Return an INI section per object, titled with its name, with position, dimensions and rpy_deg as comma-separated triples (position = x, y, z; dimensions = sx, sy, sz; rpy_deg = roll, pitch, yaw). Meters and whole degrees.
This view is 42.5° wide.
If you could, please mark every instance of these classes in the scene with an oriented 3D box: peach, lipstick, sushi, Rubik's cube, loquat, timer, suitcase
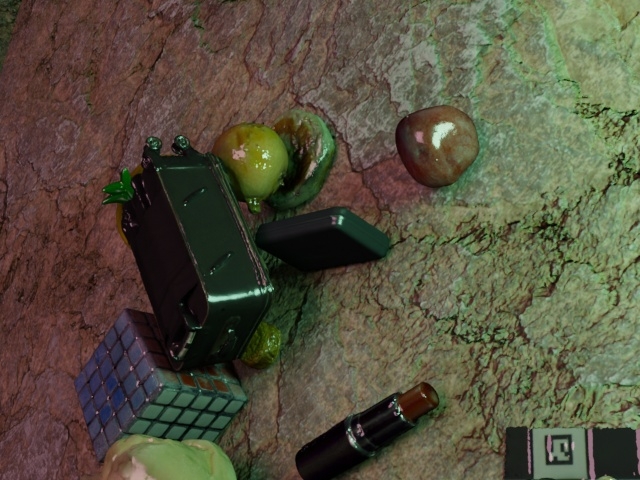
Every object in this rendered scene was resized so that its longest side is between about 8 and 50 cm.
[peach]
position = 0.200, -0.178, 1.469
dimensions = 0.152, 0.152, 0.152
rpy_deg = -20, 59, 38
[lipstick]
position = 0.078, 0.329, 1.412
dimensions = 0.299, 0.081, 0.081
rpy_deg = -39, 49, 28
[sushi]
position = 0.375, 0.386, 1.078
dimensions = 0.373, 0.100, 0.296
rpy_deg = -11, 65, 42
[Rubik's cube]
position = -0.338, 0.316, 1.715
dimensions = 0.237, 0.238, 0.237
rpy_deg = -53, 45, 17
[loquat]
position = -0.147, -0.154, 1.727
dimensions = 0.172, 0.149, 0.205
rpy_deg = -20, 75, 34
[timer]
position = -0.384, -0.086, 1.914
dimensions = 0.285, 0.285, 0.285
rpy_deg = -20, 59, 38
[suitcase]
position = -0.250, 0.033, 1.627
dimensions = 0.283, 0.194, 0.434
rpy_deg = -59, 46, 45

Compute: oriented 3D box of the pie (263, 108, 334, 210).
[pie]
position = -0.064, -0.179, 1.798
dimensions = 0.240, 0.054, 0.241
rpy_deg = -19, 62, 40

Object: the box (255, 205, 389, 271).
[box]
position = 0.000, 0.000, 1.575
dimensions = 0.230, 0.160, 0.050
rpy_deg = -12, 58, 42

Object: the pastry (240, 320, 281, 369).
[pastry]
position = -0.126, 0.213, 1.682
dimensions = 0.109, 0.057, 0.097
rpy_deg = 11, 79, 45

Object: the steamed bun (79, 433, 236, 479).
[steamed bun]
position = -0.281, 0.502, 1.549
dimensions = 0.372, 0.325, 0.230
rpy_deg = -46, 1, 38
